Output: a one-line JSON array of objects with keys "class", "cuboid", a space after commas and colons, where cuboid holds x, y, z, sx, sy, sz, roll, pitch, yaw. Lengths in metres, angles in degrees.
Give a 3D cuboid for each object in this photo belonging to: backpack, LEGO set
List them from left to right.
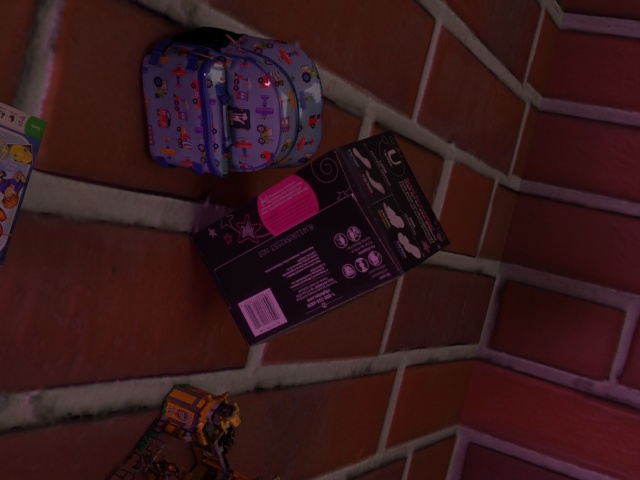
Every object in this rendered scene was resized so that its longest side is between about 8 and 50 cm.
[{"class": "LEGO set", "cuboid": [-0.145, 0.353, 1.058, 0.331, 0.192, 0.255, -46, 141, -45]}, {"class": "backpack", "cuboid": [-0.088, -0.141, 0.936, 0.117, 0.173, 0.158, -35, 134, -53]}]

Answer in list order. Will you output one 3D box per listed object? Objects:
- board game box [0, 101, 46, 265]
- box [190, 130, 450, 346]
[{"class": "board game box", "cuboid": [-0.316, -0.062, 0.690, 0.201, 0.035, 0.136, 21, 84, -63]}, {"class": "box", "cuboid": [0.000, 0.000, 1.050, 0.142, 0.247, 0.163, -28, 90, -55]}]
